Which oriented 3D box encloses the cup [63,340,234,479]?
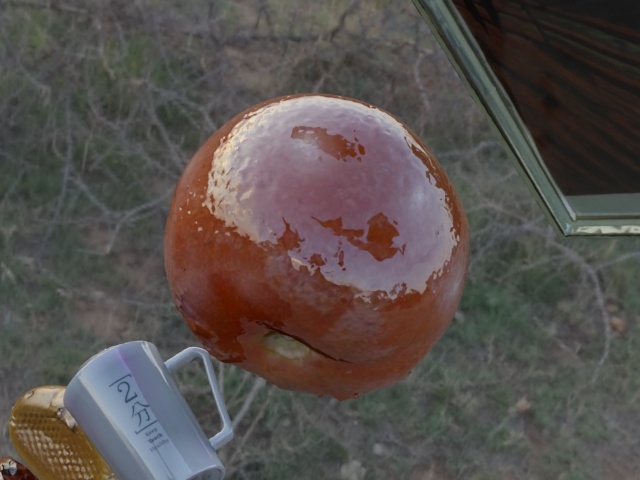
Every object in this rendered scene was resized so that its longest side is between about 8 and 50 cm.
[{"bbox_3d":[-0.111,0.125,0.676,0.104,0.074,0.116,-31,62,-21],"label":"cup"}]

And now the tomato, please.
[{"bbox_3d":[0.000,0.000,0.660,0.208,0.208,0.184,18,59,-1],"label":"tomato"}]

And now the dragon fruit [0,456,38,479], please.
[{"bbox_3d":[-0.276,0.271,0.608,0.301,0.296,0.295,22,32,22],"label":"dragon fruit"}]

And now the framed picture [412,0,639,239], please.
[{"bbox_3d":[0.122,-0.088,0.349,0.216,0.273,0.016,0,48,47],"label":"framed picture"}]

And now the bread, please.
[{"bbox_3d":[-0.249,0.217,1.005,0.189,0.114,0.077,25,16,36],"label":"bread"}]
